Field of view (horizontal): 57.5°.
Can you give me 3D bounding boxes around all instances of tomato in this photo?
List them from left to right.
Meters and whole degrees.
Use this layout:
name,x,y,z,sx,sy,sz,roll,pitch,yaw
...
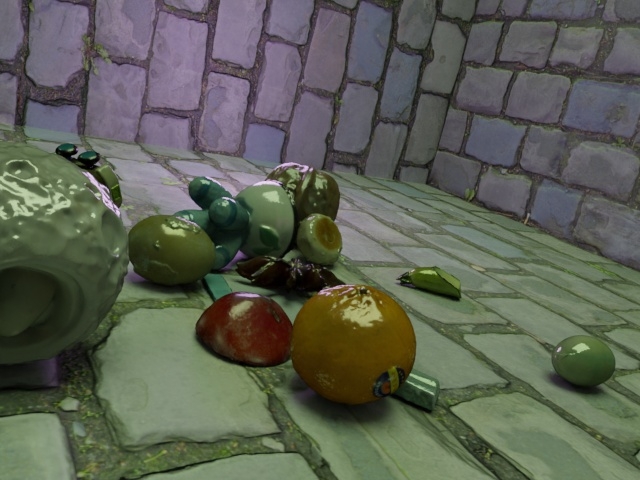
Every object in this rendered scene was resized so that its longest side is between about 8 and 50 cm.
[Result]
name,x,y,z,sx,sy,sz,roll,pitch,yaw
tomato,-0.140,0.155,1.120,0.189,0.099,0.173,26,17,34

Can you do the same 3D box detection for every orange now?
name,x,y,z,sx,sy,sz,roll,pitch,yaw
orange,0.056,0.177,1.010,0.220,0.193,0.219,-10,31,6

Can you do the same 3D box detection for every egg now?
name,x,y,z,sx,sy,sz,roll,pitch,yaw
egg,-0.339,0.024,1.323,0.202,0.164,0.164,16,14,-16
egg,0.585,0.269,1.302,0.152,0.114,0.114,11,14,-26

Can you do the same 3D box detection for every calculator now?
name,x,y,z,sx,sy,sz,roll,pitch,yaw
calculator,-0.233,0.113,1.347,0.057,0.018,0.172,7,16,-26

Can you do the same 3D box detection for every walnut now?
name,x,y,z,sx,sy,sz,roll,pitch,yaw
walnut,-0.068,-0.120,1.884,0.273,0.273,0.227,22,-20,28

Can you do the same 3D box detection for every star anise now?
name,x,y,z,sx,sy,sz,roll,pitch,yaw
star anise,-0.070,0.088,1.443,0.289,0.088,0.288,9,0,0

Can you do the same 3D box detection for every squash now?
name,x,y,z,sx,sy,sz,roll,pitch,yaw
squash,0.324,0.113,1.725,0.200,0.075,0.090,12,41,-1

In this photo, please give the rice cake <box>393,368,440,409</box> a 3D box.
name,x,y,z,sx,sy,sz,roll,pitch,yaw
rice cake,0.122,0.251,1.107,0.226,0.040,0.085,20,16,24

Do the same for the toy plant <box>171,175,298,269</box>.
name,x,y,z,sx,sy,sz,roll,pitch,yaw
toy plant,-0.252,-0.045,1.538,0.332,0.247,0.247,-3,22,-42

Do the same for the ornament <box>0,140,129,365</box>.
name,x,y,z,sx,sy,sz,roll,pitch,yaw
ornament,-0.467,0.014,0.882,0.337,0.336,0.337,12,15,-3

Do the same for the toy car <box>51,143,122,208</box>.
name,x,y,z,sx,sy,sz,roll,pitch,yaw
toy car,-0.695,-0.130,1.594,0.248,0.204,0.198,18,39,21

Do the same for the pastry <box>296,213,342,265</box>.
name,x,y,z,sx,sy,sz,roll,pitch,yaw
pastry,0.000,0.000,1.735,0.166,0.165,0.088,-1,-20,-43
